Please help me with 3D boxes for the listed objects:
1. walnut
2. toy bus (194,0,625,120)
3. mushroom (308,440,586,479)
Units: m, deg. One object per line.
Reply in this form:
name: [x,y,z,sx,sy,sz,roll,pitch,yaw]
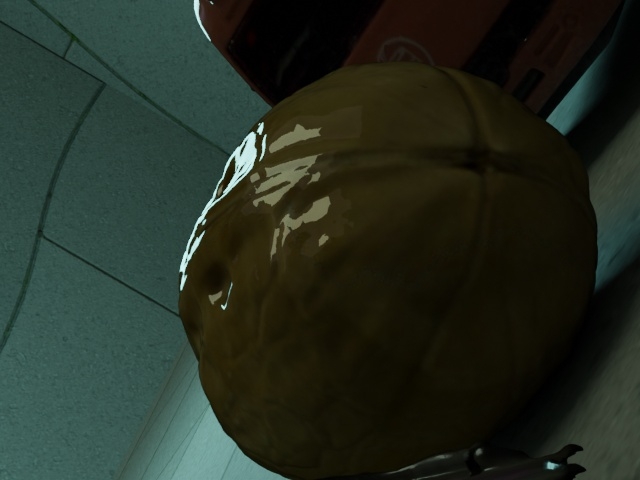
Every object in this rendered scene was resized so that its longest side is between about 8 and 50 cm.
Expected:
walnut: [0.024,0.015,0.731,0.165,0.165,0.197,-62,2,-28]
toy bus: [0.092,-0.222,1.001,0.203,0.233,0.427,-54,6,43]
mushroom: [0.009,0.120,0.525,0.188,0.141,0.117,-22,-70,-83]
